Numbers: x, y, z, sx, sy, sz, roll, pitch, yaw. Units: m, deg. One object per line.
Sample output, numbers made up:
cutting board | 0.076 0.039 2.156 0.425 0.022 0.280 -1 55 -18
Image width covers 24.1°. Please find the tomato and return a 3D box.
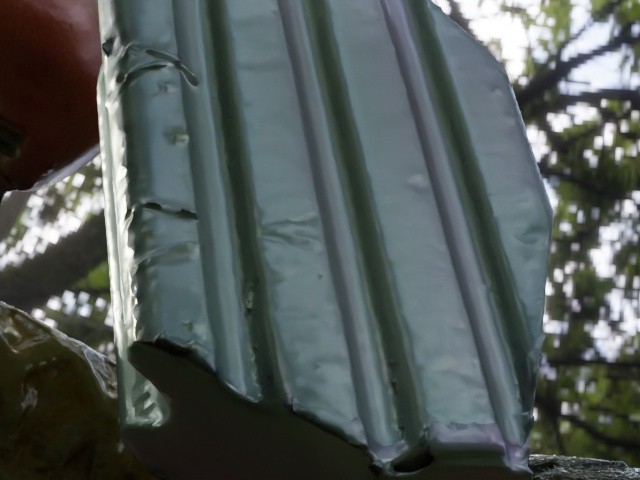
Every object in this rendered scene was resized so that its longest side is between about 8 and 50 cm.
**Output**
tomato | -0.297 -0.170 1.437 0.255 0.224 0.256 18 -45 19

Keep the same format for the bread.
bread | -0.179 0.144 1.027 0.267 0.130 0.152 31 -57 -26

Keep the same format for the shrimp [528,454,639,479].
shrimp | 0.188 0.239 0.949 0.445 0.272 0.085 -13 -48 23

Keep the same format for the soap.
soap | 0.000 0.000 0.926 0.261 0.446 0.156 0 -45 -13
